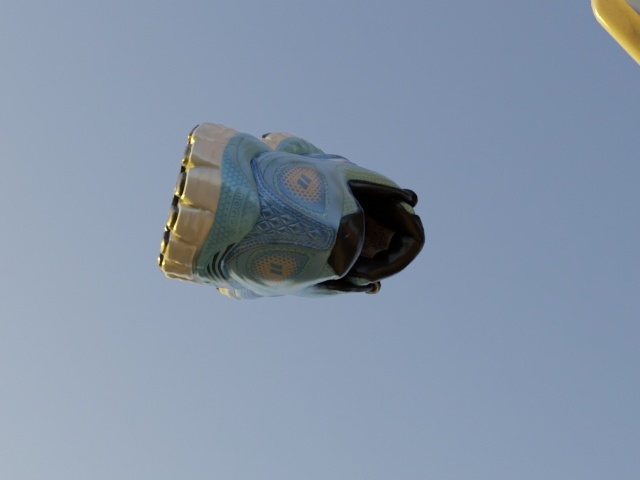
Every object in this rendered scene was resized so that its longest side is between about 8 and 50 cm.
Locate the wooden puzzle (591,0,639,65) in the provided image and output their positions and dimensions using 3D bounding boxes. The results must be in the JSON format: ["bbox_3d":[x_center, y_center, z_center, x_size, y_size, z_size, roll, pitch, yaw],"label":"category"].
[{"bbox_3d":[0.153,-0.098,0.508,0.221,0.044,0.238,55,-13,33],"label":"wooden puzzle"}]

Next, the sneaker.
[{"bbox_3d":[0.000,0.000,0.522,0.073,0.063,0.162,16,6,11],"label":"sneaker"}]
